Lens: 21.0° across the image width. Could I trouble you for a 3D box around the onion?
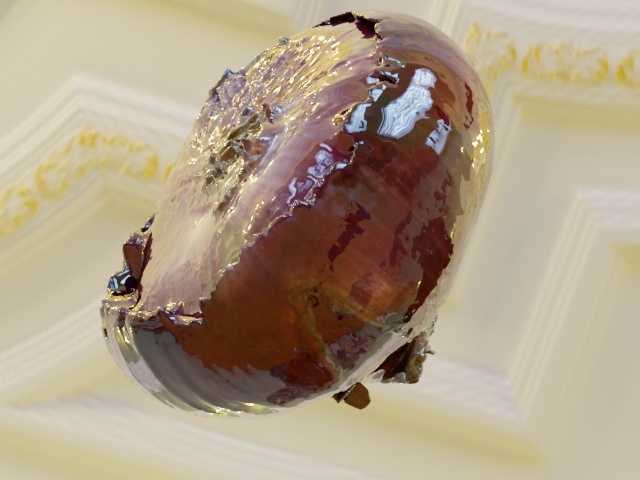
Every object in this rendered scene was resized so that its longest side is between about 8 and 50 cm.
[{"bbox_3d":[-0.008,-0.008,0.920,0.248,0.248,0.161,-34,-48,17],"label":"onion"}]
